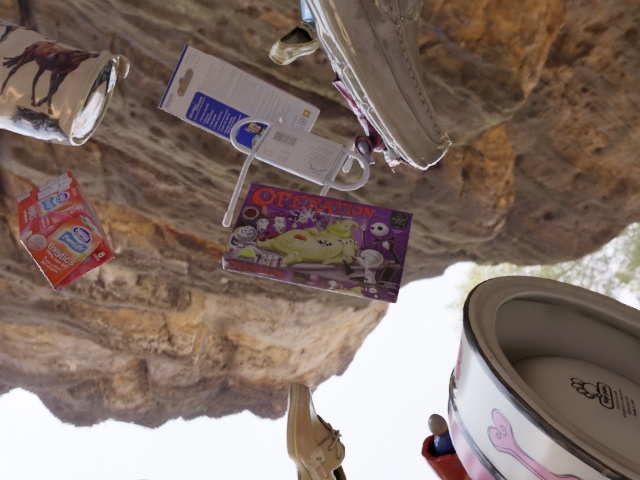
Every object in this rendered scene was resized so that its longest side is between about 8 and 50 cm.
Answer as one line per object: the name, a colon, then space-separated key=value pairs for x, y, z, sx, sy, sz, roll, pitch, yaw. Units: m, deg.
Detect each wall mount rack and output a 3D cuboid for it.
wall mount rack: x=-0.072 y=-0.142 z=1.629 sx=0.350 sy=0.130 sz=0.304 roll=22 pitch=-117 yaw=11

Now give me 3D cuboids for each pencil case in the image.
pencil case: x=-0.517 y=-0.278 z=1.052 sx=0.411 sy=0.160 sz=0.183 roll=19 pitch=-108 yaw=-3

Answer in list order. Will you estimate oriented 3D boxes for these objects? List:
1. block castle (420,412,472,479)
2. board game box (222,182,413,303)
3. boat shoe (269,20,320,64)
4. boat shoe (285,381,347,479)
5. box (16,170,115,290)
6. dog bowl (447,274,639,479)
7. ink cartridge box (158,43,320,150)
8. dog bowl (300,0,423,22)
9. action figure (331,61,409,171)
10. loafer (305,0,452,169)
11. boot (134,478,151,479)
block castle: x=0.029 y=0.441 z=0.977 sx=0.453 sy=0.303 sz=0.212 roll=-21 pitch=-78 yaw=11
board game box: x=0.000 y=0.000 z=1.372 sx=0.347 sy=0.056 sz=0.208 roll=11 pitch=-133 yaw=6
boat shoe: x=-0.038 y=-0.386 z=1.305 sx=0.056 sy=0.048 sz=0.153 roll=44 pitch=-129 yaw=8
boat shoe: x=-0.002 y=0.372 z=1.249 sx=0.098 sy=0.302 sz=0.109 roll=-5 pitch=-146 yaw=7
box: x=-0.506 y=-0.027 z=1.350 sx=0.128 sy=0.122 sz=0.257 roll=-30 pitch=-149 yaw=-12
dog bowl: x=0.329 y=0.210 z=0.781 sx=0.408 sy=0.150 sz=0.408 roll=16 pitch=-155 yaw=-8
ink cartridge box: x=-0.203 y=-0.337 z=1.743 sx=0.371 sy=0.175 sz=0.069 roll=24 pitch=-166 yaw=-17
dog bowl: x=0.080 y=-0.466 z=1.391 sx=0.166 sy=0.074 sz=0.297 roll=19 pitch=-163 yaw=41
action figure: x=0.138 y=-0.351 z=1.900 sx=0.248 sy=0.370 sz=0.276 roll=-31 pitch=-151 yaw=-13
loafer: x=0.038 y=-0.208 z=0.548 sx=0.112 sy=0.112 sz=0.319 roll=-27 pitch=-72 yaw=6
boot: x=-0.171 y=0.338 z=0.785 sx=0.069 sy=0.190 sz=0.086 roll=-44 pitch=-61 yaw=-37
